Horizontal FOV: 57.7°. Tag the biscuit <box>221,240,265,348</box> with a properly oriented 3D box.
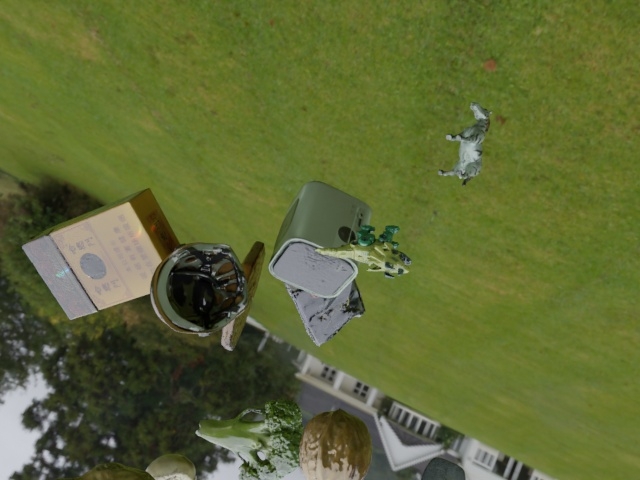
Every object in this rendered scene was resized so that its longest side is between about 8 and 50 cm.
[{"bbox_3d":[-0.239,0.171,1.794,0.046,0.359,0.359,16,172,1],"label":"biscuit"}]

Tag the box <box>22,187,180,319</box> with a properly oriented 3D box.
[{"bbox_3d":[-0.596,0.046,1.621,0.415,0.116,0.264,-17,111,22],"label":"box"}]

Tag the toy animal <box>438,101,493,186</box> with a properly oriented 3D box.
[{"bbox_3d":[0.443,-0.294,1.752,0.169,0.255,0.089,10,-170,-45],"label":"toy animal"}]

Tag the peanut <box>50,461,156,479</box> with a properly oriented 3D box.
[{"bbox_3d":[-0.376,0.430,0.970,0.213,0.100,0.099,-11,180,-13],"label":"peanut"}]

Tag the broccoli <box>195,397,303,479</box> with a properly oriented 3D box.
[{"bbox_3d":[-0.182,0.623,1.781,0.302,0.254,0.186,-17,-179,21],"label":"broccoli"}]

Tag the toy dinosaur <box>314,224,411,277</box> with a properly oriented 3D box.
[{"bbox_3d":[0.119,0.024,1.558,0.259,0.153,0.094,10,129,13],"label":"toy dinosaur"}]

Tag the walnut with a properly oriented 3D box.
[{"bbox_3d":[0.040,0.554,1.540,0.213,0.213,0.213,24,172,4],"label":"walnut"}]

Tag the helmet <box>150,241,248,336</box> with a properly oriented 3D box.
[{"bbox_3d":[-0.270,0.107,1.249,0.224,0.199,0.130,-18,177,-35],"label":"helmet"}]

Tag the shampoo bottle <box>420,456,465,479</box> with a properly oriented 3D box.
[{"bbox_3d":[0.215,0.538,1.118,0.087,0.234,0.049,20,138,14],"label":"shampoo bottle"}]

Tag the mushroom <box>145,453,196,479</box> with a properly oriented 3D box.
[{"bbox_3d":[-0.404,0.644,1.546,0.154,0.154,0.123,32,-160,-44],"label":"mushroom"}]

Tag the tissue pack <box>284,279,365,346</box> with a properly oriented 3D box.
[{"bbox_3d":[0.027,0.211,2.106,0.123,0.245,0.332,49,165,44],"label":"tissue pack"}]

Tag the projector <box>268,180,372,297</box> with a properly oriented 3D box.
[{"bbox_3d":[0.000,0.000,1.845,0.248,0.249,0.248,25,141,-11],"label":"projector"}]
